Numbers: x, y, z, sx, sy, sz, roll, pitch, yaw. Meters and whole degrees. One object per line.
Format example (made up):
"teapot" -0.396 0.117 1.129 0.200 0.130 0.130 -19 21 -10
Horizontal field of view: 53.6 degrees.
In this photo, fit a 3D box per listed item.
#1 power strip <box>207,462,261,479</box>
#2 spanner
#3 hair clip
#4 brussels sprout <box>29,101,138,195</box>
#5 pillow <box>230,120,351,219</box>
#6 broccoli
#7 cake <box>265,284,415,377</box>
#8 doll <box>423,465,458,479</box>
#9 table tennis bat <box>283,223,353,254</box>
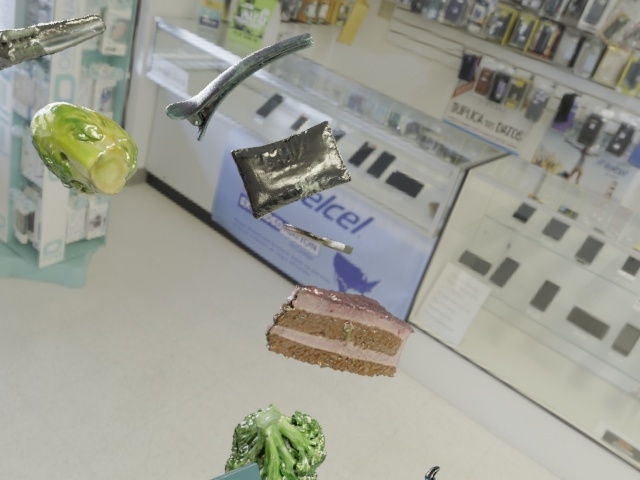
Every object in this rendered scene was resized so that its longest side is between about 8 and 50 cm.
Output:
"power strip" -0.159 0.456 1.176 0.123 0.032 0.056 -1 69 -52
"spanner" -0.319 -0.116 0.470 0.325 0.026 0.093 -19 22 -7
"hair clip" -0.131 -0.265 1.050 0.083 0.275 0.048 41 28 -38
"brussels sprout" -0.461 -0.183 1.240 0.223 0.223 0.161 27 64 18
"pillow" -0.055 -0.139 1.229 0.208 0.141 0.055 -20 -2 -12
"broccoli" -0.131 0.592 1.810 0.307 0.275 0.308 -11 30 6
"cake" 0.024 0.136 1.001 0.112 0.116 0.295 37 9 40
"doll" 0.113 0.456 0.980 0.313 0.141 0.177 -7 63 -14
"table tennis bat" 0.000 0.000 1.379 0.130 0.019 0.220 23 -3 -34
